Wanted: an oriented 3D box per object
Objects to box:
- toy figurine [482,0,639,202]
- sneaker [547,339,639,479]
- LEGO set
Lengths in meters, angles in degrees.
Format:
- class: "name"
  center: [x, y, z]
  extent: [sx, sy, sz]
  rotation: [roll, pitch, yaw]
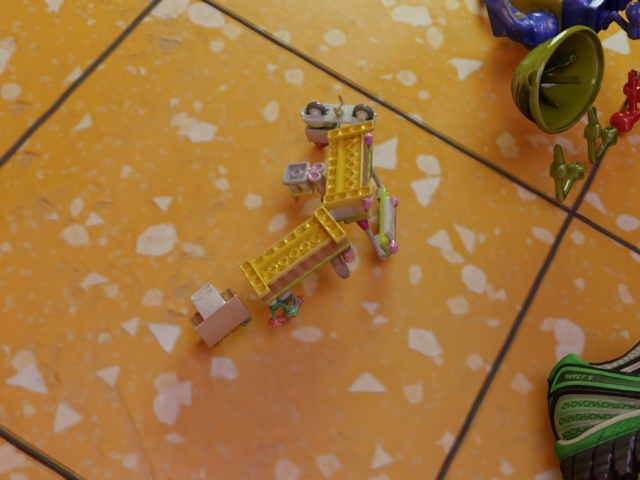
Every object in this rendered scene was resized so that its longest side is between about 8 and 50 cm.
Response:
- class: "toy figurine"
  center: [0.258, -0.233, 1.053]
  extent: [0.217, 0.191, 0.362]
  rotation: [24, 58, 36]
- class: "sneaker"
  center: [0.354, 0.103, 0.797]
  extent: [0.344, 0.134, 0.146]
  rotation: [-22, 58, 13]
- class: "LEGO set"
  center: [0.000, 0.000, 0.881]
  extent: [0.132, 0.107, 0.287]
  rotation: [8, 59, 33]
